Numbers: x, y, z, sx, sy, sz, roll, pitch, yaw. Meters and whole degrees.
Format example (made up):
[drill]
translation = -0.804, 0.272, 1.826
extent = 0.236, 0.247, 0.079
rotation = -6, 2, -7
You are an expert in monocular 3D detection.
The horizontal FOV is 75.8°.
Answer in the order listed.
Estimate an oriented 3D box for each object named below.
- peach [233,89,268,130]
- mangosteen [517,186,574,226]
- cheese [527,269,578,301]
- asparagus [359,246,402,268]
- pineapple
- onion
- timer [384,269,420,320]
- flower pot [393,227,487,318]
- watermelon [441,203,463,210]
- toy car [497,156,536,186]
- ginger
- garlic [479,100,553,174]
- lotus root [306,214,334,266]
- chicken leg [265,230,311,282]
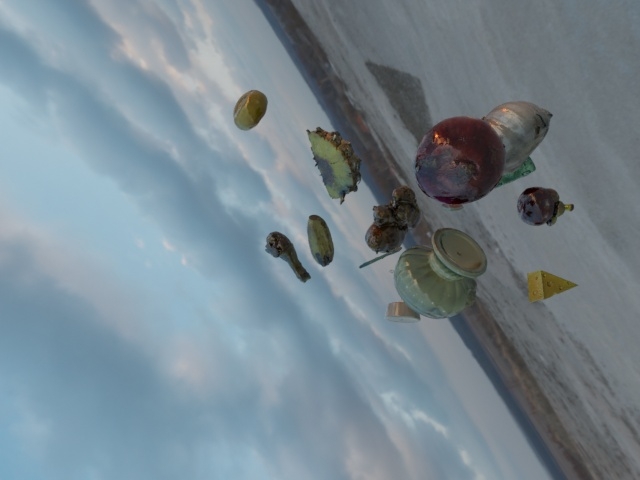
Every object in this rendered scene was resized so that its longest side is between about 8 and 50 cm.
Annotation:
[peach]
translation = -0.286, -0.529, 1.665
extent = 0.103, 0.179, 0.179
rotation = 31, -157, -29
[mangosteen]
translation = 0.835, -0.135, 1.547
extent = 0.155, 0.182, 0.145
rotation = 75, 178, -51
[cheese]
translation = 0.971, 0.192, 1.715
extent = 0.093, 0.172, 0.126
rotation = 126, 146, -72
[asparagus]
translation = 0.162, 0.049, 1.136
extent = 0.013, 0.166, 0.016
rotation = 51, -134, -8
[pineapple]
translation = 0.088, -0.281, 1.471
extent = 0.158, 0.161, 0.334
rotation = -53, -43, -39
[onion]
translation = 0.423, -0.240, 1.267
extent = 0.276, 0.276, 0.276
rotation = 55, -169, -16
[timer]
translation = 0.414, 0.269, 2.065
extent = 0.175, 0.176, 0.265
rotation = 40, -129, -59
[flower pot]
translation = 0.440, 0.109, 1.474
extent = 0.308, 0.244, 0.307
rotation = 13, -133, -14
[watermelon]
translation = 0.591, -0.162, 1.822
extent = 0.092, 0.085, 0.072
rotation = 23, 145, 45
[toy car]
translation = 0.921, -0.327, 2.001
extent = 0.090, 0.225, 0.076
rotation = 70, -164, 12
[ginger]
translation = 0.316, -0.077, 1.781
extent = 0.153, 0.357, 0.274
rotation = 37, 161, 23
[garlic]
translation = 0.762, -0.410, 1.659
extent = 0.322, 0.322, 0.240
rotation = 45, -158, -51
[lotus root]
translation = 0.000, 0.000, 1.872
extent = 0.097, 0.110, 0.258
rotation = -116, 13, -64
[chicken leg]
translation = -0.200, 0.085, 2.422
extent = 0.361, 0.140, 0.212
rotation = 52, -157, 22
